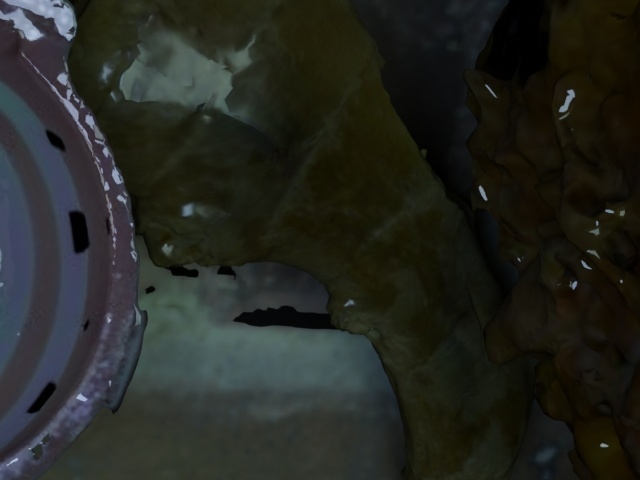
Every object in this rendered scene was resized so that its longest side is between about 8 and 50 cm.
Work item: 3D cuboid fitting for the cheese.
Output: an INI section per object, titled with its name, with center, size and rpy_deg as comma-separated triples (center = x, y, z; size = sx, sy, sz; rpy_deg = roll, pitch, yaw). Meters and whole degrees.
[cheese]
center = -0.162, 0.039, 0.585
size = 0.189, 0.074, 0.286
rpy_deg = 27, 101, -2

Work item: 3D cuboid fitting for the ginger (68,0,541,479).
[ginger]
center = 0.000, 0.000, 0.672
size = 0.131, 0.086, 0.294
rpy_deg = -47, 123, -23

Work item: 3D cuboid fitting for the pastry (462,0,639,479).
[pastry]
center = 0.233, 0.025, 0.636
size = 0.292, 0.337, 0.405
rpy_deg = -39, 117, -33
